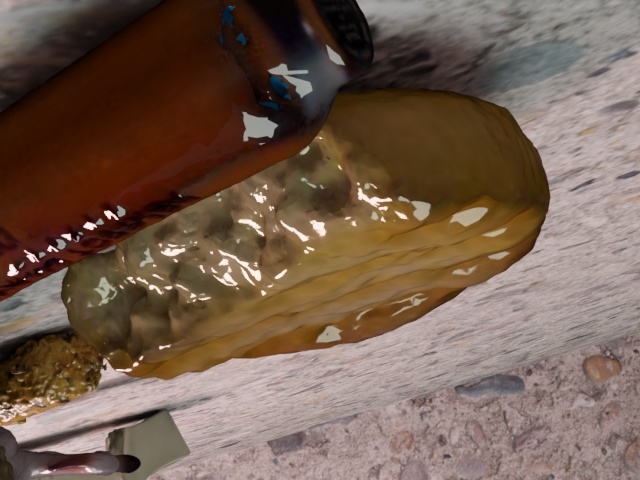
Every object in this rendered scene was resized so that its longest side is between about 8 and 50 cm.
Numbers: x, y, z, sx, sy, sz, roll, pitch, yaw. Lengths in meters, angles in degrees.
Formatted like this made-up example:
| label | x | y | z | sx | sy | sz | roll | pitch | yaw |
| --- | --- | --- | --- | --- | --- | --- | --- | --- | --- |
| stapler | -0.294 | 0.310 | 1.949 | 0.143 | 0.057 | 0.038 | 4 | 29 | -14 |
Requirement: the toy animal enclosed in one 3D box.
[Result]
| label | x | y | z | sx | sy | sz | roll | pitch | yaw |
| --- | --- | --- | --- | --- | --- | --- | --- | --- | --- |
| toy animal | -0.346 | 0.231 | 1.061 | 0.324 | 0.090 | 0.195 | -5 | 170 | -12 |

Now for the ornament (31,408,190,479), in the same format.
| label | x | y | z | sx | sy | sz | roll | pitch | yaw |
| --- | --- | --- | --- | --- | --- | --- | --- | --- | --- |
| ornament | -0.308 | 0.308 | 1.352 | 0.285 | 0.120 | 0.130 | -15 | 164 | -17 |

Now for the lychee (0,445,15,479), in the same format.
| label | x | y | z | sx | sy | sz | roll | pitch | yaw |
| --- | --- | --- | --- | --- | --- | --- | --- | --- | --- |
| lychee | -0.319 | 0.194 | 0.677 | 0.255 | 0.255 | 0.274 | -18 | -162 | 2 |

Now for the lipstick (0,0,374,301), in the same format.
| label | x | y | z | sx | sy | sz | roll | pitch | yaw |
| --- | --- | --- | --- | --- | --- | --- | --- | --- | --- |
| lipstick | -0.161 | 0.005 | 0.432 | 0.419 | 0.077 | 0.077 | -25 | 164 | 27 |

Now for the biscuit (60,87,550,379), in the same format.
| label | x | y | z | sx | sy | sz | roll | pitch | yaw |
| --- | --- | --- | --- | --- | --- | --- | --- | --- | --- |
| biscuit | 0.000 | -0.001 | 0.571 | 0.274 | 0.091 | 0.213 | -30 | 159 | 36 |

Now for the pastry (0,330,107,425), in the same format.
| label | x | y | z | sx | sy | sz | roll | pitch | yaw |
| --- | --- | --- | --- | --- | --- | --- | --- | --- | --- |
| pastry | -0.231 | 0.115 | 0.816 | 0.140 | 0.056 | 0.080 | -32 | 172 | 40 |
